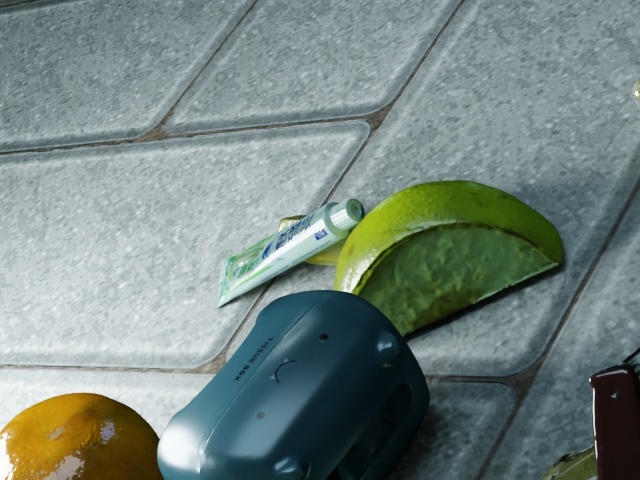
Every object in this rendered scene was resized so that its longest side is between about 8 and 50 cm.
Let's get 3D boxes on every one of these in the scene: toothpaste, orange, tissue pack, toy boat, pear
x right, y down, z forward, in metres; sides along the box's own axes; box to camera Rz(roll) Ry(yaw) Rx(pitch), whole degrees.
[{"bbox_3d":[-0.048,0.011,2.327,0.297,0.048,0.075,-28,47,46],"label":"toothpaste"},{"bbox_3d":[-0.288,0.287,2.112,0.240,0.171,0.240,-18,31,11],"label":"orange"},{"bbox_3d":[-0.015,0.199,1.946,0.206,0.198,0.287,9,49,48],"label":"tissue pack"},{"bbox_3d":[0.000,0.000,2.358,0.172,0.066,0.065,15,98,49],"label":"toy boat"},{"bbox_3d":[0.132,-0.012,2.193,0.288,0.139,0.239,-26,20,14],"label":"pear"}]

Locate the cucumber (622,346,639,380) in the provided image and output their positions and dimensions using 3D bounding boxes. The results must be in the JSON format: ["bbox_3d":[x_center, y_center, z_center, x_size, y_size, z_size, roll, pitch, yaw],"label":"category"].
[{"bbox_3d":[0.393,0.088,1.858,0.187,0.058,0.058,-37,30,-7],"label":"cucumber"}]

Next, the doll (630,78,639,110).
[{"bbox_3d":[0.487,-0.207,2.143,0.252,0.111,0.237,-16,19,30],"label":"doll"}]

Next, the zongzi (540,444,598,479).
[{"bbox_3d":[0.302,0.207,1.750,0.205,0.094,0.204,-21,22,26],"label":"zongzi"}]

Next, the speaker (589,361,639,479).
[{"bbox_3d":[0.227,0.272,1.625,0.329,0.198,0.259,-11,57,24],"label":"speaker"}]
